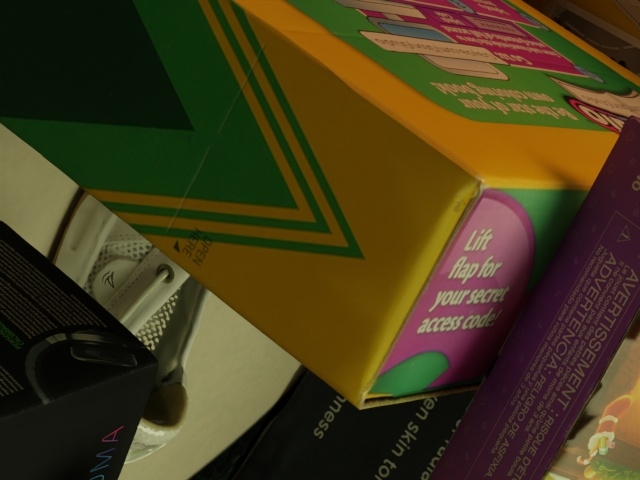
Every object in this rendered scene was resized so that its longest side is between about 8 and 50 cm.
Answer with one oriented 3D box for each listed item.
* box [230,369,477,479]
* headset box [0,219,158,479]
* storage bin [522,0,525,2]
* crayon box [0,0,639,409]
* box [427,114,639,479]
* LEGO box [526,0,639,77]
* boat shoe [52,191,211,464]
[{"bbox_3d":[0.164,0.319,1.412,0.480,0.472,0.297,-57,154,12],"label":"box"},{"bbox_3d":[-0.249,0.147,0.887,0.283,0.131,0.246,-17,138,-51],"label":"headset box"},{"bbox_3d":[0.073,-0.126,1.128,0.135,0.098,0.091,18,83,-65],"label":"storage bin"},{"bbox_3d":[0.014,-0.067,0.830,0.363,0.313,0.106,-2,126,-58],"label":"crayon box"},{"bbox_3d":[0.189,0.088,0.741,0.293,0.057,0.201,17,107,-35],"label":"box"},{"bbox_3d":[0.285,-0.049,1.056,0.193,0.500,0.372,19,106,-24],"label":"LEGO box"},{"bbox_3d":[-0.123,0.088,1.061,0.098,0.096,0.277,-19,140,-50],"label":"boat shoe"}]
